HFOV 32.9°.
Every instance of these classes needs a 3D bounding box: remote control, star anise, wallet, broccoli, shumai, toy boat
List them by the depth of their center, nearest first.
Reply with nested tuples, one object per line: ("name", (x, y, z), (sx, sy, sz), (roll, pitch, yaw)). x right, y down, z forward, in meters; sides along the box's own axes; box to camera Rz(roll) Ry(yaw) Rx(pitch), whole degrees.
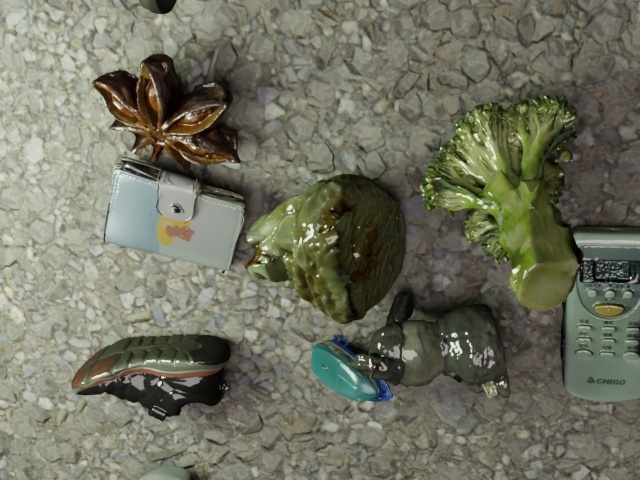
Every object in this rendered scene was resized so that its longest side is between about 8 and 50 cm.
("broccoli", (0.273, -0.024, 1.538), (0.221, 0.361, 0.252), (31, 135, -22))
("star anise", (-0.234, -0.207, 1.703), (0.214, 0.099, 0.220), (-10, 130, 20))
("remote control", (0.453, 0.121, 1.716), (0.140, 0.056, 0.297), (2, 112, 13))
("shumai", (0.002, 0.001, 1.722), (0.218, 0.189, 0.256), (9, 131, 28))
("wallet", (-0.240, -0.042, 1.790), (0.230, 0.069, 0.170), (15, 124, -1))
("toy boat", (0.074, 0.219, 1.824), (0.175, 0.110, 0.091), (31, 124, 46))

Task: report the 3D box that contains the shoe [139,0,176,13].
("shoe", (-0.299, -0.482, 1.606), (0.149, 0.109, 0.293), (1, 109, 16))

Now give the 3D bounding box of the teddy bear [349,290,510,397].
("teddy bear", (0.181, 0.168, 1.752), (0.250, 0.171, 0.144), (1, 144, 10))

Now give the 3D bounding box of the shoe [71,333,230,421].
("shoe", (-0.290, 0.247, 1.907), (0.290, 0.114, 0.137), (-5, 116, 11))

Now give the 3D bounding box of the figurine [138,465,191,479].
("figurine", (-0.261, 0.528, 2.003), (0.236, 0.133, 0.176), (44, 112, -11))
